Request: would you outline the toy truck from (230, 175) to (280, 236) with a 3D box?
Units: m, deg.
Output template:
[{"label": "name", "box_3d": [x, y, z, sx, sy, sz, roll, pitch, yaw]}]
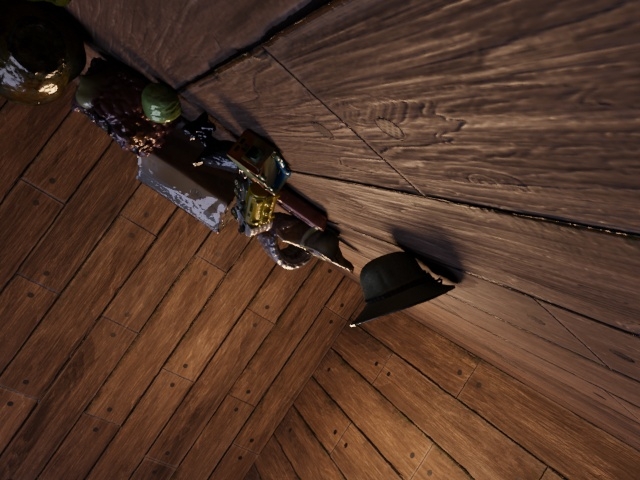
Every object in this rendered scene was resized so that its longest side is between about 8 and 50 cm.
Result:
[{"label": "toy truck", "box_3d": [-0.171, -0.096, 1.254, 0.114, 0.098, 0.227, 59, 154, 19]}]

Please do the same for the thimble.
[{"label": "thimble", "box_3d": [-0.144, -0.004, 1.912, 0.236, 0.205, 0.172, 27, -178, -40]}]

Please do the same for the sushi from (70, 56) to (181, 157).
[{"label": "sushi", "box_3d": [-0.517, -0.345, 1.207, 0.270, 0.170, 0.236, 34, 176, 27]}]

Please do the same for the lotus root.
[{"label": "lotus root", "box_3d": [-0.676, -0.436, 1.072, 0.250, 0.250, 0.346, 38, 171, -40]}]

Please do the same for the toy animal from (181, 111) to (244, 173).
[{"label": "toy animal", "box_3d": [-0.220, -0.190, 1.086, 0.210, 0.117, 0.121, 37, 169, -4]}]

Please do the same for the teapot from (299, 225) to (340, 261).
[{"label": "teapot", "box_3d": [0.009, 0.006, 1.569, 0.111, 0.108, 0.149, 34, 171, -16]}]

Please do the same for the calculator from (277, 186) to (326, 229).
[{"label": "calculator", "box_3d": [-0.078, -0.104, 1.442, 0.220, 0.048, 0.330, 34, 178, -10]}]

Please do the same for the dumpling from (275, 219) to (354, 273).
[{"label": "dumpling", "box_3d": [-0.009, -0.004, 1.708, 0.332, 0.086, 0.166, 28, -155, -21]}]

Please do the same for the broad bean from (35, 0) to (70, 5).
[{"label": "broad bean", "box_3d": [-0.482, -0.436, 0.765, 0.318, 0.056, 0.098, 24, 164, 37]}]

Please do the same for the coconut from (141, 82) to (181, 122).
[{"label": "coconut", "box_3d": [-0.359, -0.305, 1.058, 0.088, 0.088, 0.096, 33, 146, 17]}]

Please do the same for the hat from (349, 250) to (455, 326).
[{"label": "hat", "box_3d": [0.166, 0.096, 1.081, 0.257, 0.257, 0.130, 66, -176, -82]}]

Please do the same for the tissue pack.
[{"label": "tissue pack", "box_3d": [-0.347, -0.216, 1.392, 0.306, 0.238, 0.238, 34, 176, 3]}]

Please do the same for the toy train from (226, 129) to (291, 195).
[{"label": "toy train", "box_3d": [-0.125, -0.163, 0.984, 0.099, 0.072, 0.188, 39, 177, 13]}]
